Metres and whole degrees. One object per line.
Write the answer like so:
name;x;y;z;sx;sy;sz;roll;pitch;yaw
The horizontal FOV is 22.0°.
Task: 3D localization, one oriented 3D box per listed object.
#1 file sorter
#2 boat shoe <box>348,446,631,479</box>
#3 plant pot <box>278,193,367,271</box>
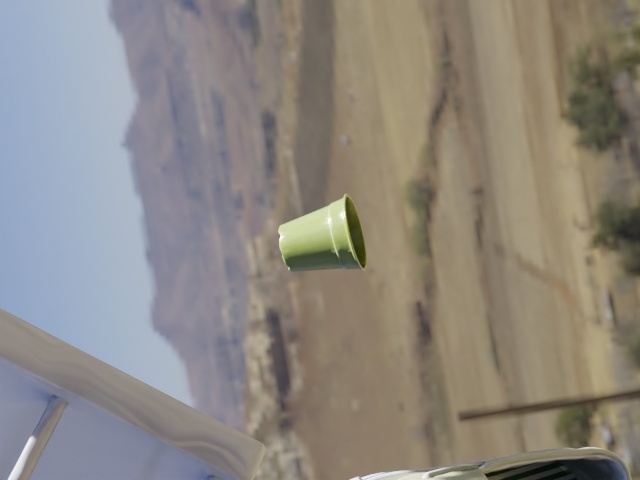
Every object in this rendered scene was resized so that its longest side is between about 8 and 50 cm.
file sorter;-0.201;0.116;0.613;0.193;0.278;0.173;-49;15;56
boat shoe;0.095;0.196;1.158;0.094;0.302;0.109;-38;72;47
plant pot;0.000;0.000;1.721;0.083;0.079;0.083;-13;-90;-79
